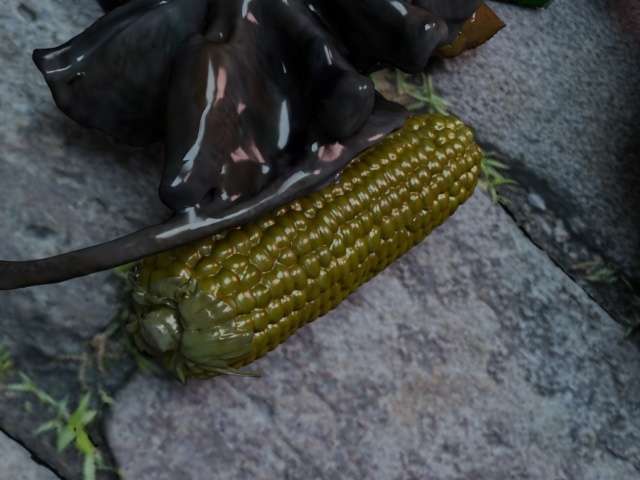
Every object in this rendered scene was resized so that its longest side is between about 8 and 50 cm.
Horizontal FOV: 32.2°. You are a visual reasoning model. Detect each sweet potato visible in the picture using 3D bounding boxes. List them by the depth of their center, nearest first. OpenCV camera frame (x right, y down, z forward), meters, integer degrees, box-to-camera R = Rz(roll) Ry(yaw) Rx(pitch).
[{"bbox_3d":[0.040,-0.154,0.777,0.206,0.060,0.068,-4,34,-13],"label":"sweet potato"}]

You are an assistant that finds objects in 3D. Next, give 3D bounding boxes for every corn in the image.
[{"bbox_3d":[-0.002,-0.005,0.677,0.260,0.091,0.091,-30,108,-34],"label":"corn"}]

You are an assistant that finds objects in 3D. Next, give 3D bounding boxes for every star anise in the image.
[{"bbox_3d":[-0.044,-0.114,0.662,0.360,0.139,0.316,-16,42,5],"label":"star anise"}]

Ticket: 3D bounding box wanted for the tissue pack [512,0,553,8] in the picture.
[{"bbox_3d":[0.104,-0.287,0.803,0.209,0.156,0.148,9,63,-17],"label":"tissue pack"}]
